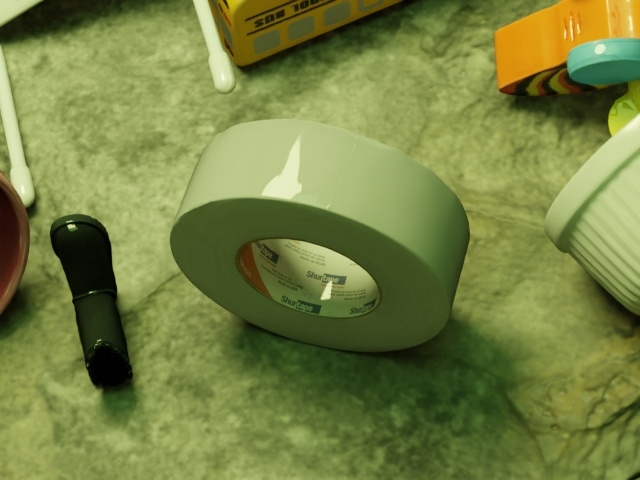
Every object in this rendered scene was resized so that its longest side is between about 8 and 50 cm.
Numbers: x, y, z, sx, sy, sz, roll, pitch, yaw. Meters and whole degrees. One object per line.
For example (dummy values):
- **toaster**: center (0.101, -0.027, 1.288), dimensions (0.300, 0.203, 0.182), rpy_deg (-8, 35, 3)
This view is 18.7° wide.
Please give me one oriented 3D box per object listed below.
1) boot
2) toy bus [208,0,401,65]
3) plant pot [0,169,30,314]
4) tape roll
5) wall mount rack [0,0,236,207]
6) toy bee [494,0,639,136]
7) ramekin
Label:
- **boot**: center (-0.176, 0.050, 1.514), dimensions (0.045, 0.121, 0.099), rpy_deg (-12, 54, -1)
- **toy bus**: center (0.056, -0.277, 1.681), dimensions (0.333, 0.130, 0.108), rpy_deg (-24, 60, -10)
- **plant pot**: center (-0.355, -0.022, 1.534), dimensions (0.201, 0.201, 0.180), rpy_deg (-33, 47, -15)
- **tape roll**: center (0.000, 0.000, 1.472), dimensions (0.219, 0.219, 0.072), rpy_deg (12, 60, 10)
- **wall mount rack**: center (-0.221, -0.218, 1.620), dimensions (0.350, 0.130, 0.304), rpy_deg (-28, 98, 18)
- **toy bee**: center (0.270, -0.164, 1.546), dimensions (0.162, 0.298, 0.195), rpy_deg (4, 98, -23)
- **ramekin**: center (0.284, -0.032, 1.489), dimensions (0.207, 0.207, 0.109), rpy_deg (-34, 72, -15)
